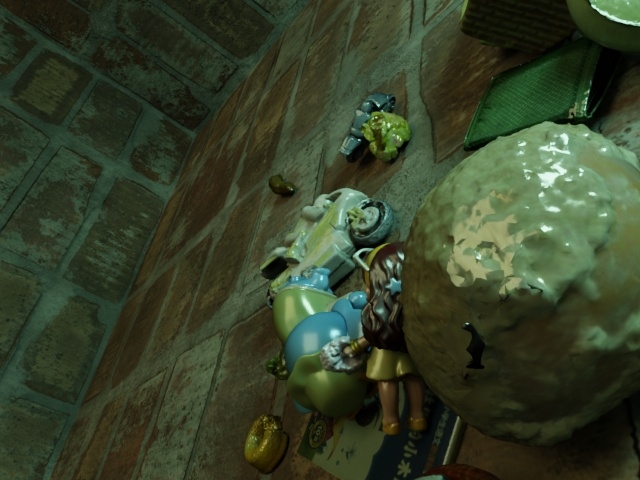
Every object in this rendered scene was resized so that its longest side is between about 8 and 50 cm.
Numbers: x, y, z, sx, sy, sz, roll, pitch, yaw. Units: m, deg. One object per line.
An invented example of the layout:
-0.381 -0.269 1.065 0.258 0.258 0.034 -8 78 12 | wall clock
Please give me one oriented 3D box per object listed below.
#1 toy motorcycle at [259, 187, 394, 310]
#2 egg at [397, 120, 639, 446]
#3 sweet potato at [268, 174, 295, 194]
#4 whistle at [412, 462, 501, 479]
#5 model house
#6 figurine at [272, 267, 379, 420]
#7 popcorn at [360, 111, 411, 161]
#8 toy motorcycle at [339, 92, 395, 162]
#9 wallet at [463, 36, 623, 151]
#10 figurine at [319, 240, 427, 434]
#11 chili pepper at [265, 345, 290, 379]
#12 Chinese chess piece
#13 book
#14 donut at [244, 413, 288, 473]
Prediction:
0.000 0.000 1.118 0.340 0.108 0.223 -41 38 20 | toy motorcycle
0.206 0.040 0.531 0.279 0.279 0.311 -125 49 -63 | egg
-0.119 -0.161 1.587 0.053 0.054 0.182 -65 27 7 | sweet potato
0.105 0.321 0.555 0.346 0.142 0.134 -47 15 48 | whistle
0.361 -0.445 0.871 0.321 0.261 0.266 -68 -7 -69 | model house
0.010 0.147 0.844 0.180 0.154 0.262 -20 52 16 | figurine
0.143 -0.231 1.153 0.096 0.089 0.109 -22 40 35 | popcorn
0.108 -0.269 1.225 0.061 0.124 0.193 34 88 24 | toy motorcycle
0.332 -0.219 0.825 0.160 0.055 0.236 -61 21 -16 | wallet
0.098 0.119 0.685 0.115 0.174 0.240 20 111 62 | figurine
-0.032 0.187 1.017 0.204 0.073 0.072 -59 40 26 | chili pepper
0.411 -0.334 0.675 0.188 0.083 0.189 -3 82 21 | Chinese chess piece
0.087 0.248 0.790 0.322 0.018 0.228 -9 55 59 | book
-0.104 0.369 0.978 0.097 0.043 0.108 -59 21 -3 | donut
